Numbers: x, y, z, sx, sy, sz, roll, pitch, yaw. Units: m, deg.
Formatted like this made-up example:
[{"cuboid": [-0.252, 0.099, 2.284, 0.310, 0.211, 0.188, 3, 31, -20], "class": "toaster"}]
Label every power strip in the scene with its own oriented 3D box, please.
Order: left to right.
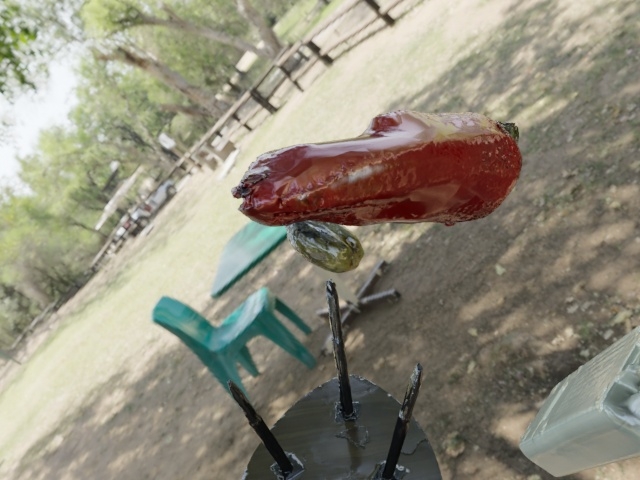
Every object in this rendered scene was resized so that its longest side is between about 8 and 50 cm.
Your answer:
[{"cuboid": [0.261, 0.161, 0.632, 0.098, 0.058, 0.338, -51, -16, -17], "class": "power strip"}]

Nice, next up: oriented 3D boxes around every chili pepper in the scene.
[{"cuboid": [0.076, -0.060, 0.577, 0.388, 0.110, 0.110, -9, -19, -42], "class": "chili pepper"}]

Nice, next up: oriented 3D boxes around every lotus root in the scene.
[{"cuboid": [0.000, 0.000, 0.715, 0.054, 0.099, 0.049, -43, -22, -43], "class": "lotus root"}]

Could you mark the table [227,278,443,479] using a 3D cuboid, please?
[{"cuboid": [0.020, 0.231, 1.013, 0.318, 0.249, 0.317, -6, 32, 4], "class": "table"}]
